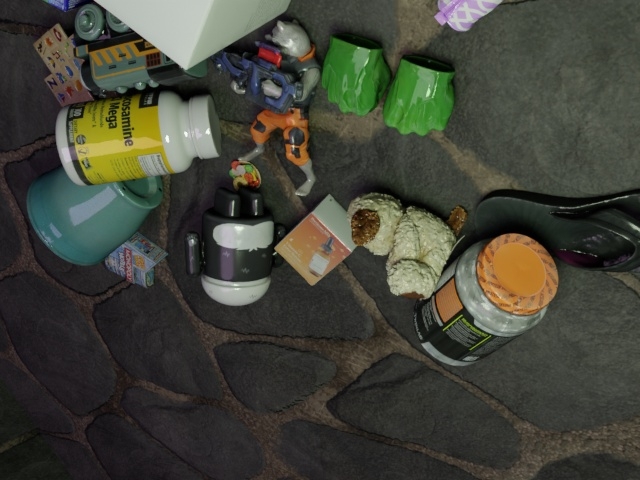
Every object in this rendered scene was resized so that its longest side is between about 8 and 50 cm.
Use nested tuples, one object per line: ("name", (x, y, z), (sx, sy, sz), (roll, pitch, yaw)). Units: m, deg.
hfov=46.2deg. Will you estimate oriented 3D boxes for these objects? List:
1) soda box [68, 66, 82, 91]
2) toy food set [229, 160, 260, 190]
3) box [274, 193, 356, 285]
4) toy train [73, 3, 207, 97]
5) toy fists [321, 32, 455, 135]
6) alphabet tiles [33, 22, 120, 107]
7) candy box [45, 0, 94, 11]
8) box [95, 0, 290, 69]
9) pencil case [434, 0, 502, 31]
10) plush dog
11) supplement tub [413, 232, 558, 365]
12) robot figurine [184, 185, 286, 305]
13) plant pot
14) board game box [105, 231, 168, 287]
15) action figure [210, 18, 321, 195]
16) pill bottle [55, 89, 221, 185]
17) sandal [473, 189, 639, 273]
("soda box", (-0.514, -0.409, 1.785), (0.181, 0.061, 0.058), (-10, 115, 37))
("toy food set", (-0.180, -0.154, 1.783), (0.083, 0.020, 0.082), (-1, 120, 33))
("box", (0.000, 0.000, 1.730), (0.130, 0.091, 0.170), (45, 134, -2))
("toy train", (-0.385, -0.416, 1.595), (0.334, 0.142, 0.190), (-5, 89, 25))
("toy fists", (0.127, -0.295, 1.441), (0.279, 0.096, 0.142), (23, 121, 19))
("alphabet tiles", (-0.590, -0.390, 1.799), (0.198, 0.009, 0.237), (-18, 109, 40))
("candy box", (-0.603, -0.695, 1.598), (0.268, 0.122, 0.317), (28, 131, 13))
("box", (-0.197, -0.484, 1.336), (0.215, 0.345, 0.168), (38, 133, 5))
("pencil case", (0.283, -0.438, 1.242), (0.086, 0.088, 0.206), (46, 134, -1))
("plush dog", (0.159, -0.021, 1.555), (0.225, 0.262, 0.210), (29, 100, -1))
("supplement tub", (0.323, 0.119, 1.488), (0.193, 0.193, 0.316), (38, 152, 3))
("robot figurine", (-0.198, 0.015, 1.769), (0.209, 0.173, 0.278), (6, 106, 8))
("plant pot", (-0.550, -0.111, 1.900), (0.255, 0.271, 0.271), (-28, 104, 27))
("board game box", (-0.526, 0.051, 2.121), (0.194, 0.060, 0.194), (24, 131, 17))
("action figure", (-0.093, -0.305, 1.570), (0.341, 0.178, 0.330), (44, 136, 41))
("pill bottle", (-0.400, -0.235, 1.684), (0.334, 0.188, 0.188), (-8, 121, 2))
("sandal", (0.499, -0.003, 1.400), (0.446, 0.107, 0.167), (3, 122, 32))
